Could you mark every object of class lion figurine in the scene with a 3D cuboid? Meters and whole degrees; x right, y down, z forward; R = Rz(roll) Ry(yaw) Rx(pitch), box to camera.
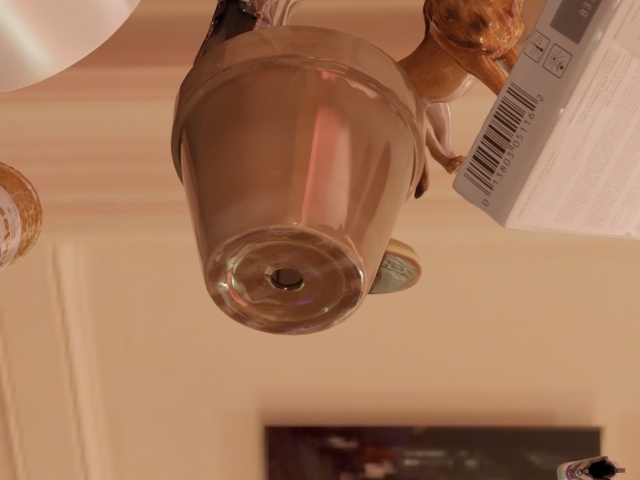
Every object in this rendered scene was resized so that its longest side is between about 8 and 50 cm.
[{"bbox_3d":[0.176,-0.241,1.935,0.142,0.240,0.392,-35,172,-47],"label":"lion figurine"}]

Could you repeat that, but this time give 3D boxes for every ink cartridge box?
[{"bbox_3d":[0.347,-0.151,1.420,0.091,0.385,0.308,42,-63,38],"label":"ink cartridge box"}]

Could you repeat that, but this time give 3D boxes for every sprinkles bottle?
[{"bbox_3d":[-0.368,0.002,1.335,0.355,0.121,0.121,-75,164,-79],"label":"sprinkles bottle"}]

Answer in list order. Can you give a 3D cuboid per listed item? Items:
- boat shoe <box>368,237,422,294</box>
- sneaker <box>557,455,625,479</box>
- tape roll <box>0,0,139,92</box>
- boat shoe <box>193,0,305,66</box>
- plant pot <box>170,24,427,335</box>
[{"bbox_3d":[0.000,0.000,1.998,0.109,0.302,0.098,97,3,-45],"label":"boat shoe"},{"bbox_3d":[0.327,0.266,1.585,0.069,0.098,0.038,-24,-107,50],"label":"sneaker"},{"bbox_3d":[-0.276,-0.265,1.136,0.169,0.246,0.246,58,28,-49],"label":"tape roll"},{"bbox_3d":[-0.115,-0.378,2.166,0.130,0.132,0.355,61,42,-39],"label":"boat shoe"},{"bbox_3d":[-0.030,-0.049,1.667,0.323,0.323,0.280,86,5,-46],"label":"plant pot"}]
